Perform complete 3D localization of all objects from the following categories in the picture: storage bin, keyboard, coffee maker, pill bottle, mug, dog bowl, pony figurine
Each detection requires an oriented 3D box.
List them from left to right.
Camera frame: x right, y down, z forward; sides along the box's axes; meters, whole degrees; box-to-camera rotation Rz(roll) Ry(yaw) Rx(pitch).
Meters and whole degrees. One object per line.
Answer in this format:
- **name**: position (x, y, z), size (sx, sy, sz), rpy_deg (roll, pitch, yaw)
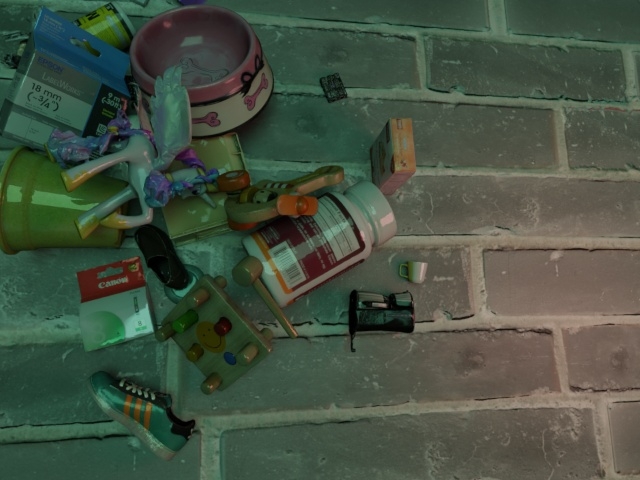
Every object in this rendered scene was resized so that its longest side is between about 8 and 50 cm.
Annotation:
- **pill bottle**: position (-0.657, -0.596, 1.236), size (0.208, 0.119, 0.119), rpy_deg (-37, 87, -13)
- **pony figurine**: position (-0.425, -0.202, 1.002), size (0.363, 0.302, 0.352), rpy_deg (-24, 112, -33)
- **keyboard**: position (-0.538, -0.450, 1.278), size (0.179, 0.023, 0.108), rpy_deg (1, 81, -7)
- **dog bowl**: position (-0.341, -0.493, 1.189), size (0.407, 0.150, 0.409), rpy_deg (0, 63, -1)
- **storage bin**: position (-0.332, -0.150, 1.208), size (0.260, 0.123, 0.263), rpy_deg (-17, 83, -11)
- **pill bottle**: position (0.000, 0.000, 1.179), size (0.391, 0.224, 0.224), rpy_deg (-29, 86, -12)
- **coffee maker**: position (0.176, 0.230, 1.234), size (0.178, 0.120, 0.172), rpy_deg (4, 103, -7)
- **mug**: position (0.290, 0.097, 1.297), size (0.062, 0.078, 0.064), rpy_deg (6, 88, -40)

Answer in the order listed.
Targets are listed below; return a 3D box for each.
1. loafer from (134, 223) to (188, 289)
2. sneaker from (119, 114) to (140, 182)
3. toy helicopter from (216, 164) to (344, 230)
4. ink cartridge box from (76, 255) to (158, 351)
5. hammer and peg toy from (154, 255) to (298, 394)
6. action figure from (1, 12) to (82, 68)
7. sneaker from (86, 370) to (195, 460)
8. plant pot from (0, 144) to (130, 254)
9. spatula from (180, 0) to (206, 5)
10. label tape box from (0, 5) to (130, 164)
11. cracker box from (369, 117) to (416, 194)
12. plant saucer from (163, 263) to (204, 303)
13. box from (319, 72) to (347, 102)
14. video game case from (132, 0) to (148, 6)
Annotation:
- **loafer**: position (-0.446, 0.039, 1.162), size (0.080, 0.078, 0.220), rpy_deg (-43, 77, 6)
- **sneaker**: position (-0.530, -0.255, 1.218), size (0.094, 0.090, 0.236), rpy_deg (-6, 83, -19)
- **toy helicopter**: position (-0.073, -0.126, 1.082), size (0.354, 0.234, 0.140), rpy_deg (-25, 120, -29)
- **ink cartridge box**: position (-0.565, 0.170, 1.156), size (0.180, 0.056, 0.225), rpy_deg (-15, 85, -11)
- **hammer and peg toy**: position (-0.239, 0.221, 1.060), size (0.266, 0.127, 0.361), rpy_deg (49, 122, 1)
- **action figure**: position (-0.732, -0.454, 1.139), size (0.185, 0.099, 0.285), rpy_deg (-13, 124, -22)
- **sneaker**: position (-0.462, 0.429, 1.105), size (0.302, 0.108, 0.121), rpy_deg (45, 77, -7)
- **plant pot**: position (-0.645, -0.086, 1.100), size (0.253, 0.276, 0.277), rpy_deg (7, 79, -19)
- **spatula**: position (-0.499, -0.840, 1.324), size (0.296, 0.030, 0.084), rpy_deg (33, 79, -10)
- **label tape box**: position (-0.648, -0.386, 1.104), size (0.240, 0.105, 0.334), rpy_deg (20, 94, -48)
- **cracker box**: position (0.207, -0.240, 1.244), size (0.067, 0.232, 0.156), rpy_deg (-2, 80, -8)
- **plant saucer**: position (-0.388, 0.125, 1.204), size (0.119, 0.021, 0.120), rpy_deg (1, 80, -8)
- **box**: position (0.042, -0.498, 1.372), size (0.067, 0.018, 0.084), rpy_deg (-22, 84, -11)
- **video game case**: position (-0.597, -0.859, 1.338), size (0.173, 0.022, 0.191), rpy_deg (24, 78, -4)
